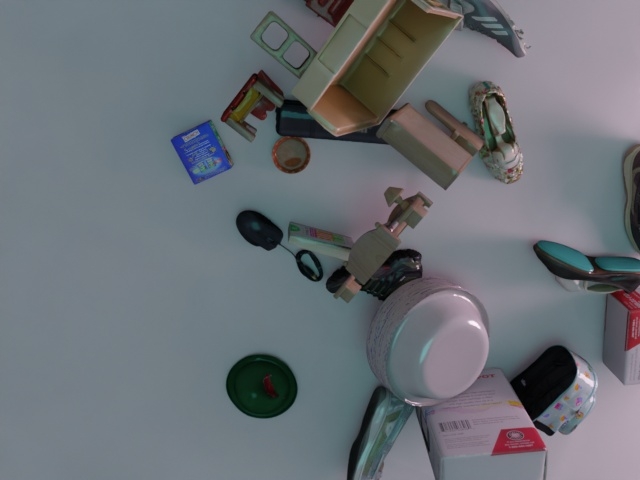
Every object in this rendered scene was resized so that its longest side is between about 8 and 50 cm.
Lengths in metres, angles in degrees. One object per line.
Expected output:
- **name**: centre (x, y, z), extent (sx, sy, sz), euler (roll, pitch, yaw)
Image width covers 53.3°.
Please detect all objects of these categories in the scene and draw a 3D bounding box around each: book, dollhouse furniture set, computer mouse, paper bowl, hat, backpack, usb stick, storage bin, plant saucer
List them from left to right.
- **hat**: centre (-0.144, 0.375, 1.472), extent (0.172, 0.183, 0.209), euler (-23, 109, 6)
- **computer mouse**: centre (-0.088, 0.018, 1.425), extent (0.242, 0.041, 0.071), euler (36, 103, -14)
- **dollhouse furniture set**: centre (-0.070, -0.390, 1.199), extent (0.152, 0.201, 0.374), euler (38, 105, -14)
- **plant saucer**: centre (-0.063, -0.185, 1.369), extent (0.083, 0.013, 0.084), euler (-1, 110, -2)
- **book**: centre (0.000, 0.000, 1.394), extent (0.144, 0.096, 0.035), euler (14, 108, -8)
- **usb stick**: centre (0.043, -0.246, 1.335), extent (0.277, 0.045, 0.077), euler (4, 108, -4)
- **storage bin**: centre (0.102, -0.336, 1.143), extent (0.123, 0.260, 0.262), euler (43, 117, 7)
- **dollhouse furniture set**: centre (0.137, -0.093, 1.337), extent (0.173, 0.303, 0.356), euler (41, 128, 5)
- **paper bowl**: centre (0.256, 0.234, 1.414), extent (0.284, 0.148, 0.285), euler (-9, 110, -25)
- **backpack**: centre (0.560, 0.349, 1.505), extent (0.144, 0.166, 0.188), euler (26, 109, -13)

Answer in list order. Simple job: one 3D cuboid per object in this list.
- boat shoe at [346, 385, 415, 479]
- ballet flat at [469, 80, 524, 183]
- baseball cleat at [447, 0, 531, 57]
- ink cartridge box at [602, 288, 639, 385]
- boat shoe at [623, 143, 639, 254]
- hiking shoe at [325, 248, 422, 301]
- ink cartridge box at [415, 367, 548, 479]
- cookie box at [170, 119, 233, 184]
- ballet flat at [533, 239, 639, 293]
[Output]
- **boat shoe**: centre (0.139, 0.516, 1.574), extent (0.103, 0.118, 0.321), euler (16, 101, -4)
- **ballet flat**: centre (0.373, -0.219, 1.344), extent (0.091, 0.077, 0.241), euler (-25, 109, 5)
- **baseball cleat**: centre (0.326, -0.435, 1.280), extent (0.109, 0.072, 0.206), euler (-34, 103, 23)
- **ink cartridge box**: centre (0.825, 0.216, 1.497), extent (0.272, 0.114, 0.197), euler (-6, 109, -1)
- **boat shoe**: centre (0.737, -0.071, 1.403), extent (0.102, 0.092, 0.285), euler (-15, 109, 3)
- **hiking shoe**: centre (0.128, 0.100, 1.440), extent (0.226, 0.086, 0.114), euler (-15, 106, 2)
- **ink cartridge box**: centre (0.350, 0.433, 1.451), extent (0.226, 0.306, 0.131), euler (-5, 109, 0)
- **cookie box**: centre (-0.248, -0.186, 1.345), extent (0.091, 0.040, 0.107), euler (-23, 109, 6)
- **ballet flat**: centre (0.605, 0.075, 1.453), extent (0.280, 0.095, 0.096), euler (12, 121, -7)
